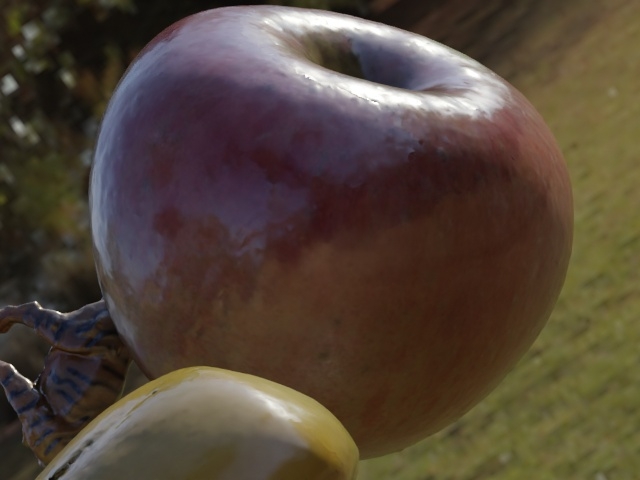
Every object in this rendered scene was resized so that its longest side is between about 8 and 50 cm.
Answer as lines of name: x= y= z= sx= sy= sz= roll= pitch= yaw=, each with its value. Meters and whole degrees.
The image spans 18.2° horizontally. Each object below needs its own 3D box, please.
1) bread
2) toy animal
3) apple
bread: x=-0.076 y=0.134 z=0.657 sx=0.217 sy=0.098 sz=0.147 roll=-57 pitch=0 yaw=-19
toy animal: x=-0.159 y=0.067 z=1.452 sx=0.114 sy=0.116 sz=0.255 roll=24 pitch=-91 yaw=-59
apple: x=0.000 y=0.000 z=1.312 sx=0.345 sy=0.344 sz=0.269 roll=-64 pitch=-8 yaw=-68
